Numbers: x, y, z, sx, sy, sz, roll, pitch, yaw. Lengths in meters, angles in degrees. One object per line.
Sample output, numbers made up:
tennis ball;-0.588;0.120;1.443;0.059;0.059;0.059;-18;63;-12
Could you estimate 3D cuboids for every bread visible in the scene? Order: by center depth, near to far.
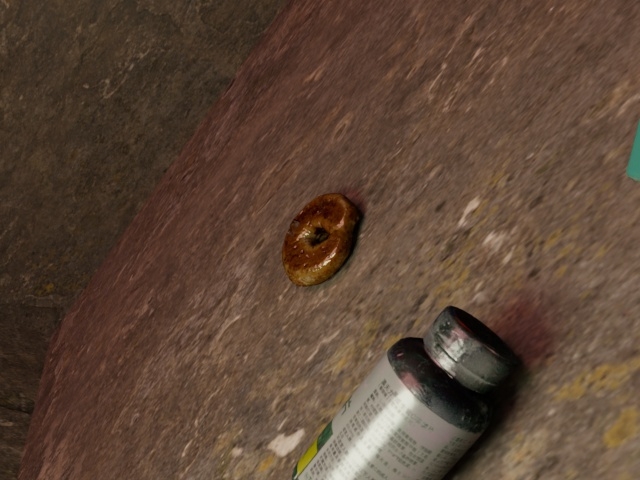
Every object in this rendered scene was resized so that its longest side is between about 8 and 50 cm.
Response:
bread;0.000;0.000;1.186;0.193;0.064;0.193;-31;43;34

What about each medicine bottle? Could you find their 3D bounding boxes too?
medicine bottle;0.100;0.217;0.742;0.293;0.141;0.141;-53;29;14

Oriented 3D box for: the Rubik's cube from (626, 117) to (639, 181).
Rubik's cube;0.374;-0.098;0.492;0.224;0.265;0.213;15;107;30
